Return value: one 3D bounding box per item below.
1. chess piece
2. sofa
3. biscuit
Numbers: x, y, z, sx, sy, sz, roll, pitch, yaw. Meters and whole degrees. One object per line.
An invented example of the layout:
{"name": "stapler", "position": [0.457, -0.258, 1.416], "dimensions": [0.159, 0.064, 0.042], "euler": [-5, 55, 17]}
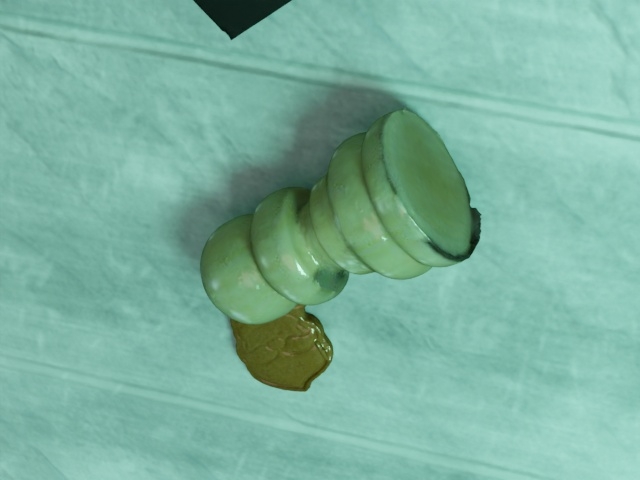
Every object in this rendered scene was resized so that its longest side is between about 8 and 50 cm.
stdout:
{"name": "chess piece", "position": [0.000, 0.000, 1.055], "dimensions": [0.260, 0.143, 0.143], "euler": [-27, 108, 30]}
{"name": "sofa", "position": [-0.045, -0.245, 0.981], "dimensions": [0.147, 0.060, 0.085], "euler": [-29, 123, 27]}
{"name": "biscuit", "position": [-0.042, 0.099, 1.181], "dimensions": [0.102, 0.019, 0.131], "euler": [-7, 116, 20]}
